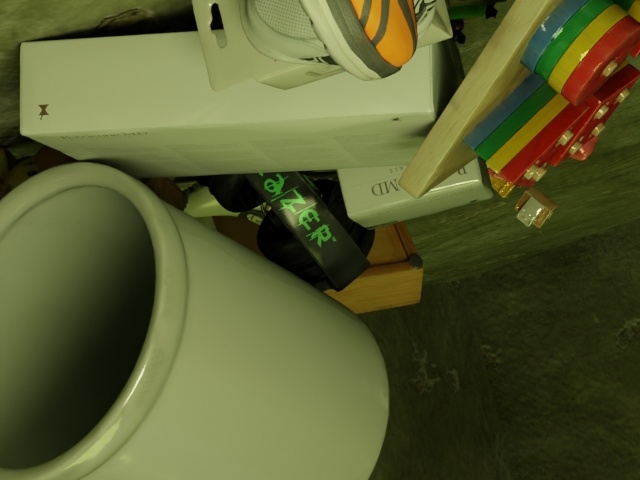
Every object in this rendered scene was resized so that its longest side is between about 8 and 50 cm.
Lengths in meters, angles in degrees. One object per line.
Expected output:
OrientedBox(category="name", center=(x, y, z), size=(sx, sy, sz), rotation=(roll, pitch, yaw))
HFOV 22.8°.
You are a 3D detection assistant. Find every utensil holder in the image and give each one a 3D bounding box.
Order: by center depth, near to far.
OrientedBox(category="utensil holder", center=(-0.159, 0.141, 1.646), size=(0.327, 0.328, 0.385), rotation=(-18, 149, 31))

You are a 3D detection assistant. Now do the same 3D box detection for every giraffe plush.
OrientedBox(category="giraffe plush", center=(-0.282, -0.046, 1.785), size=(0.170, 0.210, 0.181), rotation=(33, 176, -38))

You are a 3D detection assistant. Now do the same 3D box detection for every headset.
OrientedBox(category="headset", center=(-0.026, -0.072, 1.857), size=(0.185, 0.243, 0.394), rotation=(-40, -173, -3))

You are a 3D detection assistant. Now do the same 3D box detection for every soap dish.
OrientedBox(category="soap dish", center=(0.000, 0.000, 2.337), size=(0.291, 0.229, 0.118), rotation=(-8, 156, -32))

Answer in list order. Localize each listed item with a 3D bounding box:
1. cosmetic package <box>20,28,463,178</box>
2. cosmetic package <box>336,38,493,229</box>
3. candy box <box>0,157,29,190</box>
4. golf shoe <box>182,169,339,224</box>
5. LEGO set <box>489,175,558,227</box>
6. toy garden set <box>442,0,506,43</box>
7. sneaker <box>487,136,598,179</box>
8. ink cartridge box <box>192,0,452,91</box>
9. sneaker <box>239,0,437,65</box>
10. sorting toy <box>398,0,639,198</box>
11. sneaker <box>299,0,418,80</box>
OrientedBox(category="cosmetic package", center=(-0.061, -0.129, 1.522), size=(0.377, 0.097, 0.284), rotation=(-2, 176, 10))
OrientedBox(category="cosmetic package", center=(0.091, -0.122, 1.731), size=(0.151, 0.184, 0.151), rotation=(-15, 172, 9))
OrientedBox(category="candy box", center=(-0.319, 0.026, 1.925), size=(0.071, 0.233, 0.159), rotation=(-16, 171, 21))
OrientedBox(category="golf shoe", center=(-0.063, -0.054, 2.197), size=(0.272, 0.120, 0.105), rotation=(-10, 173, -11))
OrientedBox(category="LEGO set", center=(0.206, -0.099, 2.264), size=(0.287, 0.132, 0.107), rotation=(7, -176, 17))
OrientedBox(category="toy garden set", center=(0.116, -0.231, 1.495), size=(0.203, 0.049, 0.244), rotation=(-9, 171, -26))
OrientedBox(category="sneaker", center=(0.209, -0.134, 2.010), size=(0.313, 0.136, 0.116), rotation=(-12, 171, -6))
OrientedBox(category="ink cartridge box", center=(-0.003, -0.197, 1.311), size=(0.198, 0.115, 0.067), rotation=(-15, 172, 21))
OrientedBox(category="sneaker", center=(0.033, -0.230, 1.112), size=(0.366, 0.137, 0.210), rotation=(-19, 165, 40))
OrientedBox(category="sorting toy", center=(0.221, -0.152, 1.427), size=(0.255, 0.089, 0.257), rotation=(-34, 162, -47))
OrientedBox(category="sneaker", center=(0.052, -0.222, 0.864), size=(0.180, 0.125, 0.321), rotation=(-17, 142, 6))
